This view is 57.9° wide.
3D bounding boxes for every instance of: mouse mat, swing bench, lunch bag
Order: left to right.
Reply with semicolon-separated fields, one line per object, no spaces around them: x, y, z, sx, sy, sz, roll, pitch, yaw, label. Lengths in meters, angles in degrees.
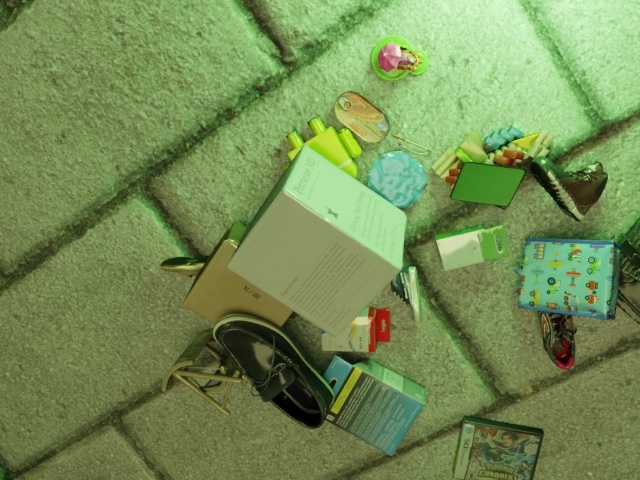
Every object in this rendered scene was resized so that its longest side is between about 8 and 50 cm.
-0.375;0.437;2.009;0.254;0.253;0.165;22;109;2;swing bench
0.493;-0.165;1.715;0.189;0.007;0.153;6;136;-5;mouse mat
0.720;0.108;1.728;0.293;0.138;0.221;5;86;36;lunch bag

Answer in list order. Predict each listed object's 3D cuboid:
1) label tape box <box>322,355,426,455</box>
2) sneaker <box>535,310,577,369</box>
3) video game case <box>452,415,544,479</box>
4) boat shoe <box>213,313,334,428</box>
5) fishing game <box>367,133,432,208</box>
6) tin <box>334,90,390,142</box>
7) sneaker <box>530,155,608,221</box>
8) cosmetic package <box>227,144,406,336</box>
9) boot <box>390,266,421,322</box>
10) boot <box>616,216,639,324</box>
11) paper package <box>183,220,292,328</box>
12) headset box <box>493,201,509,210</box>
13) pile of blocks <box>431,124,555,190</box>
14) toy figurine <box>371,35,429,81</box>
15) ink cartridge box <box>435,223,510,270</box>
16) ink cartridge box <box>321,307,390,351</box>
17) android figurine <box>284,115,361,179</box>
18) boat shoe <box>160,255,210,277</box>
0.159;0.557;2.031;0.347;0.115;0.249;28;109;4;label tape box
0.755;0.261;1.833;0.120;0.112;0.299;-16;103;15;sneaker
0.625;0.757;2.051;0.274;0.035;0.249;8;108;7;video game case
-0.145;0.424;1.867;0.186;0.156;0.500;-37;108;20;boat shoe
0.241;-0.190;1.821;0.189;0.041;0.264;20;105;-4;fishing game
0.129;-0.381;1.781;0.189;0.040;0.106;38;105;-3;tin
0.733;-0.192;1.682;0.162;0.106;0.281;-45;125;8;sneaker
0.000;0.000;1.723;0.393;0.329;0.327;34;121;-10;cosmetic package
0.284;0.180;1.920;0.086;0.069;0.190;-5;98;19;boot
1.007;0.118;1.734;0.348;0.131;0.260;41;109;-4;boot
-0.234;0.151;1.917;0.324;0.168;0.310;32;110;-12;paper package
0.545;-0.139;1.786;0.083;0.032;0.062;25;110;0;headset box
0.508;-0.259;1.713;0.361;0.113;0.149;-20;103;15;pile of blocks
0.226;-0.516;1.656;0.173;0.159;0.130;12;109;5;toy figurine
0.478;0.017;1.830;0.209;0.062;0.109;-14;104;13;ink cartridge box
0.121;0.303;1.974;0.230;0.078;0.134;-1;107;10;ink cartridge box
0.011;-0.246;1.833;0.248;0.056;0.273;-31;99;17;android figurine
-0.463;0.101;2.022;0.189;0.068;0.072;-1;118;10;boat shoe
